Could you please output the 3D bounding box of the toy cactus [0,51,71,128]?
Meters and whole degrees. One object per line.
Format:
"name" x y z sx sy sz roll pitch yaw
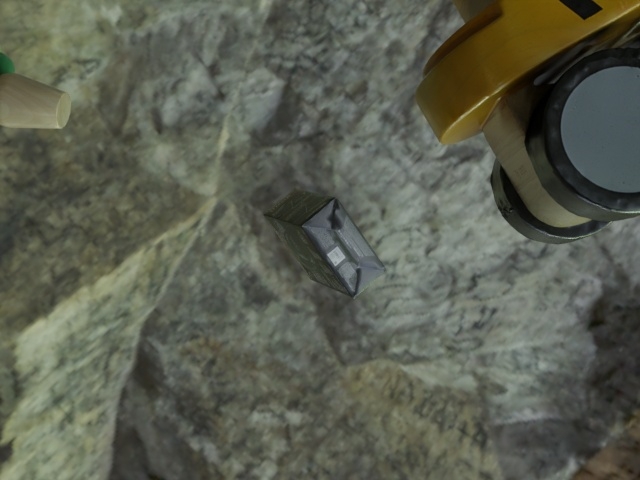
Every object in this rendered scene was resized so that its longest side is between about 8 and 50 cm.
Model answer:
"toy cactus" -0.323 -0.126 0.897 0.180 0.219 0.112 12 -67 6

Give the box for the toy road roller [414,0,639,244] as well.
"toy road roller" 0.211 -0.161 0.627 0.241 0.329 0.202 60 -1 5

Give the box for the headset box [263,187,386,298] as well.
"headset box" 0.000 0.000 0.659 0.062 0.032 0.083 55 -13 -19
